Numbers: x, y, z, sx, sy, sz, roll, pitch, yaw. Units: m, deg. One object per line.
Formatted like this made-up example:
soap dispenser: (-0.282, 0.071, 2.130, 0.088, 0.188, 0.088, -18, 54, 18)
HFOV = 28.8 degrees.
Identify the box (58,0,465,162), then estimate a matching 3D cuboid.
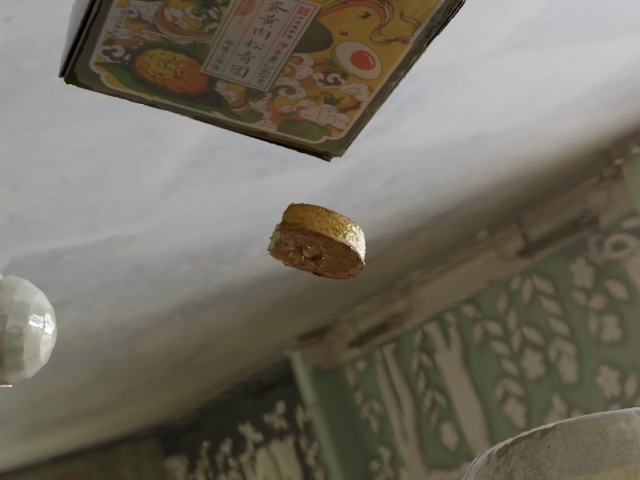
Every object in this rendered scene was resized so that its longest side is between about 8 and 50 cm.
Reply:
box: (-0.064, -0.289, 1.417, 0.373, 0.138, 0.420, 15, 146, -19)

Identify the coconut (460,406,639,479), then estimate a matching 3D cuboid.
coconut: (0.204, 0.255, 0.846, 0.237, 0.265, 0.237, -14, 157, -6)

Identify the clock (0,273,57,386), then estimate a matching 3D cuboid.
clock: (-0.552, 0.110, 1.626, 0.342, 0.184, 0.326, -15, -160, -41)

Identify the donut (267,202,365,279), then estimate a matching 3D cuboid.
donut: (0.000, 0.000, 1.191, 0.097, 0.043, 0.108, 21, 161, -11)
